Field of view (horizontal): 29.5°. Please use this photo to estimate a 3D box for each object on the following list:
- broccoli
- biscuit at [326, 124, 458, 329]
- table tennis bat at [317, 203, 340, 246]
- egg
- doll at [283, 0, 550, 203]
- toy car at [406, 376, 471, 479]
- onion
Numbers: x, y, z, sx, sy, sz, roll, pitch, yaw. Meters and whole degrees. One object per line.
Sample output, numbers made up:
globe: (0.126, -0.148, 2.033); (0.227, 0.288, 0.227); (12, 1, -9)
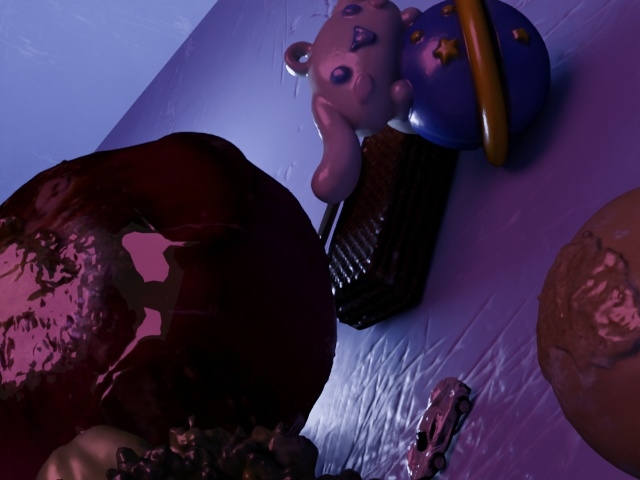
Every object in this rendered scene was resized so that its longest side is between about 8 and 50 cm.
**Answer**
broccoli: (-0.099, 0.271, 0.893); (0.334, 0.324, 0.272); (-47, 22, 4)
biscuit: (0.075, -0.032, 1.271); (0.106, 0.070, 0.252); (-30, 34, 50)
table tennis bat: (0.000, 0.000, 1.356); (0.131, 0.022, 0.234); (-75, 5, -56)
egg: (0.209, 0.051, 0.719); (0.164, 0.164, 0.201); (-41, 23, 38)
doll: (0.096, -0.186, 1.212); (0.243, 0.159, 0.311); (-20, 64, 14)
toy car: (0.096, 0.159, 1.017); (0.093, 0.025, 0.041); (-64, 20, -15)
onion: (-0.145, 0.126, 1.217); (0.398, 0.420, 0.398); (-14, 49, 16)
